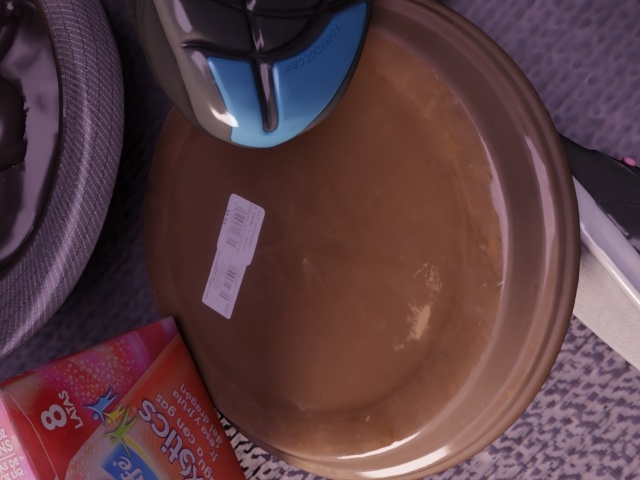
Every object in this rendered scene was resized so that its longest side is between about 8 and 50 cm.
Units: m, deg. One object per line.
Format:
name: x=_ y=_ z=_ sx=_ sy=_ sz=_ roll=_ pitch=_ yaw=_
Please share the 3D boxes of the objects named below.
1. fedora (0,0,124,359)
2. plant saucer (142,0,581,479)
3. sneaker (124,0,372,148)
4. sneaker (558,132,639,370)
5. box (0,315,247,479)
fedora: x=-0.215 y=-0.056 z=0.546 sx=0.243 sy=0.124 sz=0.275 roll=-4 pitch=85 yaw=11
plant saucer: x=0.000 y=0.000 z=0.496 sx=0.278 sy=0.041 sz=0.278 roll=4 pitch=98 yaw=34
sneaker: x=-0.074 y=-0.184 z=0.480 sx=0.139 sy=0.125 sz=0.341 roll=-40 pitch=57 yaw=44
sneaker: x=0.215 y=0.001 z=0.476 sx=0.147 sy=0.104 sz=0.296 roll=-43 pitch=72 yaw=-7
box: x=-0.204 y=0.173 z=0.514 sx=0.300 sy=0.154 sz=0.142 roll=-26 pitch=87 yaw=25
